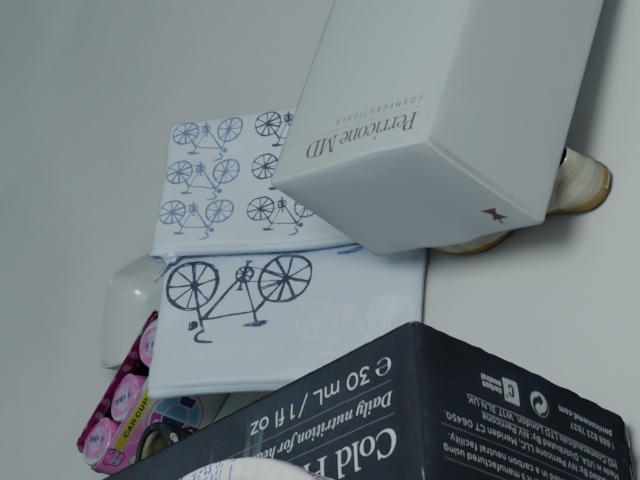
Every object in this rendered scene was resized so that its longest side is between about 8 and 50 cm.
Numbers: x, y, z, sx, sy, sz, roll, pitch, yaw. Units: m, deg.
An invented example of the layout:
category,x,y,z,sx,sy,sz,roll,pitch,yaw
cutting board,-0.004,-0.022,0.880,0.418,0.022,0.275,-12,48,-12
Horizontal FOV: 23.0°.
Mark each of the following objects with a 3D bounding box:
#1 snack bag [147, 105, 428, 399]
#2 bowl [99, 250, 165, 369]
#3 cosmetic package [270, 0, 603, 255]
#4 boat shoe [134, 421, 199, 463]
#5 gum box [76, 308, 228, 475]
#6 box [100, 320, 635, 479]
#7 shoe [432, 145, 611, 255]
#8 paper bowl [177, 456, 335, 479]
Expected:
category,x,y,z,sx,sy,sz,roll,pitch,yaw
snack bag,-0.037,0.007,1.662,0.323,0.037,0.342,-4,63,23
bowl,-0.198,0.085,1.883,0.142,0.053,0.142,-25,51,40
cosmetic package,0.139,-0.228,1.537,0.230,0.161,0.453,-13,52,50
boat shoe,-0.166,0.341,1.660,0.114,0.091,0.302,-27,50,38
gum box,-0.180,0.185,1.757,0.188,0.107,0.062,-60,38,5
box,0.014,0.394,1.261,0.480,0.297,0.472,-31,50,35
shoe,0.176,-0.043,1.519,0.219,0.058,0.076,-21,54,41
paper bowl,-0.028,0.293,1.009,0.284,0.148,0.284,-26,50,35
